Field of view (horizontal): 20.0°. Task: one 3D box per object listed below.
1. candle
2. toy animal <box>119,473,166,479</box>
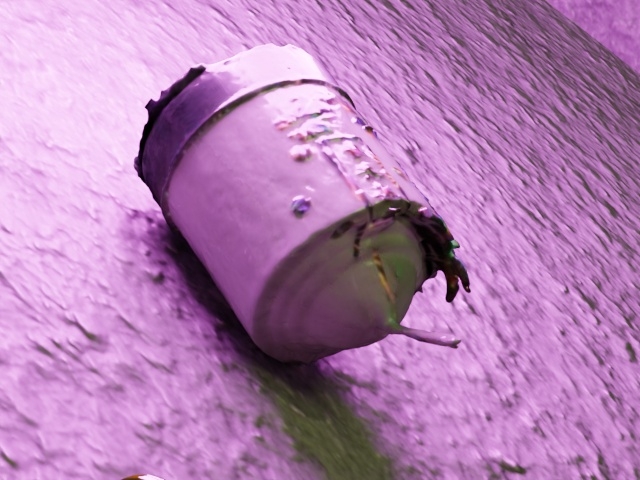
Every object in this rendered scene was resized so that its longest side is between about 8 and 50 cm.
[{"bbox_3d":[0.000,0.000,1.433,0.187,0.187,0.330,7,38,-47],"label":"candle"},{"bbox_3d":[-0.125,0.209,1.015,0.155,0.219,0.095,-9,57,-7],"label":"toy animal"}]
